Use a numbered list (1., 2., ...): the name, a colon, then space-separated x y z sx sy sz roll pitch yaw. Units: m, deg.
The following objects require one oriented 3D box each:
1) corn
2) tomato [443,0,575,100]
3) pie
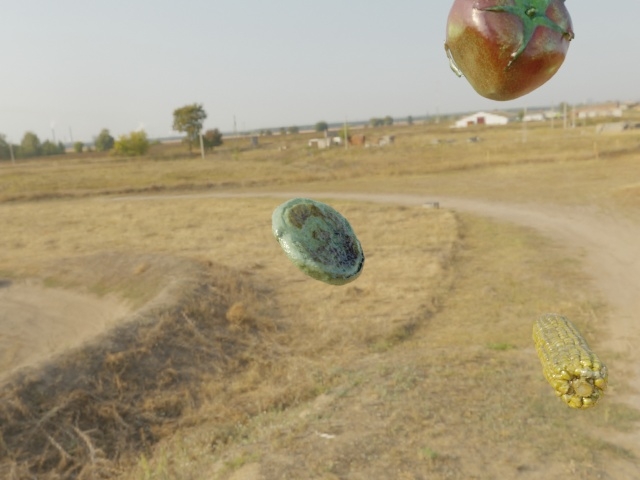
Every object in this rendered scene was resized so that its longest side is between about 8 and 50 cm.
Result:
1. corn: 0.440 0.204 1.046 0.101 0.101 0.291 -2 14 9
2. tomato: 0.442 -0.491 1.401 0.304 0.303 0.239 -8 -11 -19
3. pie: 0.000 0.000 1.294 0.241 0.240 0.054 -16 -25 -48
